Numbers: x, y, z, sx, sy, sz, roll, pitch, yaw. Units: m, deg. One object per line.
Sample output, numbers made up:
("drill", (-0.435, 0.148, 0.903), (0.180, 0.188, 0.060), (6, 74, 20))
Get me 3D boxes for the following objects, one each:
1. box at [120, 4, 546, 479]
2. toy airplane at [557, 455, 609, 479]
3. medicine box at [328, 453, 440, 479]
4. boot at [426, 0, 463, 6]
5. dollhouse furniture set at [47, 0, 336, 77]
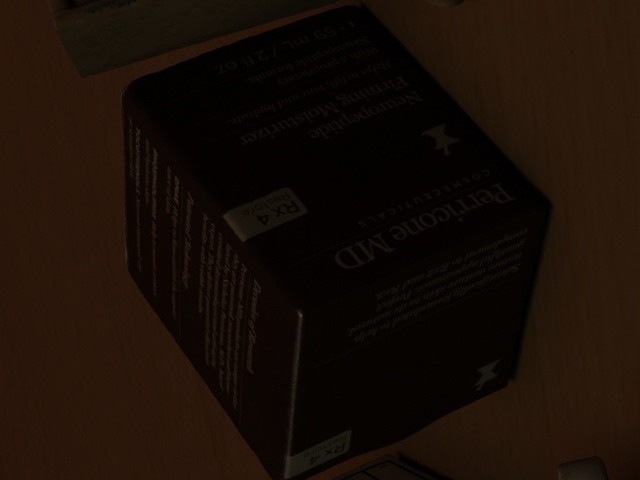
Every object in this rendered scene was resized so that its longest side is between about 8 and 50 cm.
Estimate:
("box", (0.000, 0.000, 1.086), (0.203, 0.168, 0.167), (50, 151, 33))
("toy airplane", (0.146, 0.310, 0.919), (0.386, 0.272, 0.384), (58, 180, -15))
("medicine box", (0.010, 0.286, 1.170), (0.263, 0.289, 0.149), (18, 127, 60))
("boot", (0.065, -0.163, 0.970), (0.118, 0.042, 0.087), (42, 152, 47))
("dollhouse furniture set", (-0.106, -0.284, 0.846), (0.394, 0.362, 0.256), (74, 179, -72))
